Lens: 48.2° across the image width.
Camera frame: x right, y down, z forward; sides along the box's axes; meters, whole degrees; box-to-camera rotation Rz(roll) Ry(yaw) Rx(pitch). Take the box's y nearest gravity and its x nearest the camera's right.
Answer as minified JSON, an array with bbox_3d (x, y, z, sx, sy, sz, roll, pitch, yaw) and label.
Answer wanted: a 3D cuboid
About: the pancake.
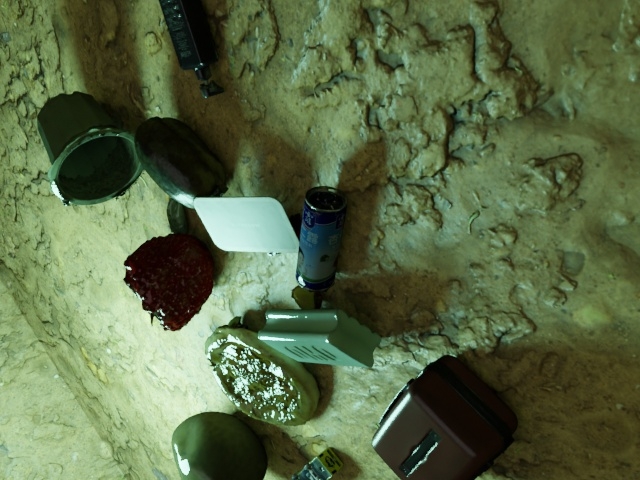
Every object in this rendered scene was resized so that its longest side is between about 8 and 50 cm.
[{"bbox_3d":[-0.173,0.386,2.003,0.382,0.071,0.382,21,135,23],"label":"pancake"}]

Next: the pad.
[{"bbox_3d":[-0.179,-0.037,1.723,0.266,0.002,0.176,1,132,31],"label":"pad"}]

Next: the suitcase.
[{"bbox_3d":[0.257,0.409,1.526,0.236,0.161,0.297,44,140,20],"label":"suitcase"}]

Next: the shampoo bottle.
[{"bbox_3d":[-0.298,-0.475,1.616,0.098,0.071,0.309,4,117,45],"label":"shampoo bottle"}]

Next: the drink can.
[{"bbox_3d":[0.000,0.000,1.589,0.097,0.097,0.235,34,135,28],"label":"drink can"}]

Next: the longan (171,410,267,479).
[{"bbox_3d":[-0.324,0.679,2.255,0.350,0.288,0.288,25,132,50],"label":"longan"}]

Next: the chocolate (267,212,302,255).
[{"bbox_3d":[-0.089,-0.011,1.730,0.182,0.028,0.086,-14,102,51],"label":"chocolate"}]

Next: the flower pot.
[{"bbox_3d":[-0.660,-0.276,2.015,0.259,0.290,0.290,54,144,29],"label":"flower pot"}]

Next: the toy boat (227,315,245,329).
[{"bbox_3d":[-0.235,0.285,2.058,0.066,0.065,0.172,10,131,11],"label":"toy boat"}]

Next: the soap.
[{"bbox_3d":[-0.006,0.230,1.696,0.160,0.087,0.265,35,154,-34],"label":"soap"}]

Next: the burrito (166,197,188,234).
[{"bbox_3d":[-0.410,-0.070,2.028,0.074,0.044,0.118,26,135,39],"label":"burrito"}]

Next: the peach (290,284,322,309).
[{"bbox_3d":[-0.031,0.145,1.750,0.083,0.050,0.077,-3,88,38],"label":"peach"}]

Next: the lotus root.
[{"bbox_3d":[-0.362,-0.196,1.803,0.275,0.152,0.160,47,137,11],"label":"lotus root"}]

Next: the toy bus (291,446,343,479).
[{"bbox_3d":[-0.018,0.674,2.064,0.081,0.074,0.226,46,140,14],"label":"toy bus"}]

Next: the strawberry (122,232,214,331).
[{"bbox_3d":[-0.425,0.112,2.049,0.261,0.258,0.261,45,166,15],"label":"strawberry"}]
